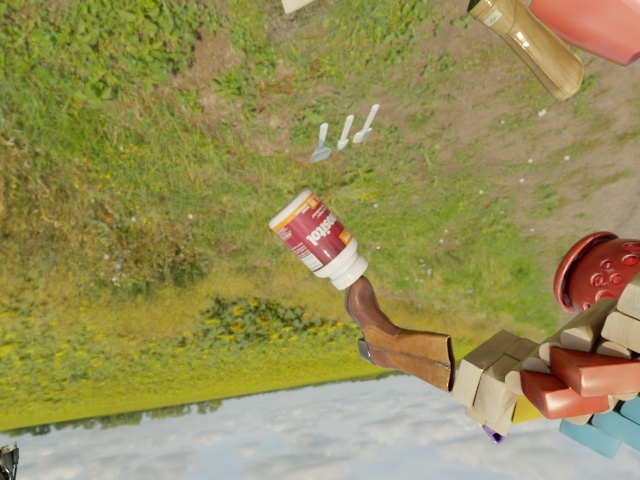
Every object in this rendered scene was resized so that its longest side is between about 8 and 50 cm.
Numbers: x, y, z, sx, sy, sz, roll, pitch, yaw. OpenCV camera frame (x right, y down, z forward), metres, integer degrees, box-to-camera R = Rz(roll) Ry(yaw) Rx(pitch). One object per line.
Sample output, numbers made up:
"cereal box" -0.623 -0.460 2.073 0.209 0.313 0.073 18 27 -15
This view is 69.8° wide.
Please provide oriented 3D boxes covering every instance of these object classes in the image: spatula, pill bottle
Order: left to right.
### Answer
"pill bottle" 0.000 0.000 0.704 0.086 0.152 0.086 -42 -171 9
"spatula" 0.055 -0.249 1.095 0.168 0.019 0.242 -20 176 -6

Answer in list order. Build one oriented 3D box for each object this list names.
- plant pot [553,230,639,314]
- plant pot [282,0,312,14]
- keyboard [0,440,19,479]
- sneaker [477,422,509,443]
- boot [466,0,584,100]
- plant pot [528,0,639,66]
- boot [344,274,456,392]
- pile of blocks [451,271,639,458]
"plant pot" 0.536 0.081 0.813 0.191 0.191 0.174 -1 -156 -25
"plant pot" -0.033 -0.579 1.015 0.096 0.109 0.109 -5 123 22
"keyboard" -0.402 0.357 0.495 0.202 0.317 0.033 -27 176 -36
"sneaker" 0.376 0.367 0.969 0.068 0.071 0.169 -18 125 -3
"boot" 0.428 -0.445 0.946 0.270 0.236 0.089 33 152 -16
"plant pot" 0.599 -0.507 0.936 0.275 0.243 0.275 -51 176 -6
"boot" 0.190 0.219 1.123 0.096 0.263 0.281 -15 -167 -36
"pile of blocks" 0.230 0.090 0.307 0.113 0.148 0.362 -15 156 -42
